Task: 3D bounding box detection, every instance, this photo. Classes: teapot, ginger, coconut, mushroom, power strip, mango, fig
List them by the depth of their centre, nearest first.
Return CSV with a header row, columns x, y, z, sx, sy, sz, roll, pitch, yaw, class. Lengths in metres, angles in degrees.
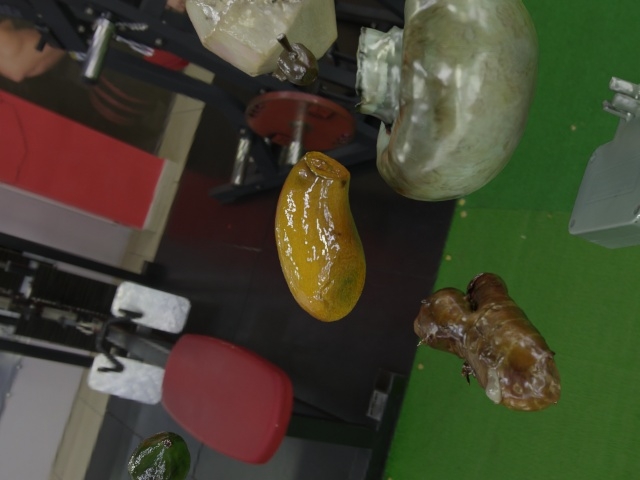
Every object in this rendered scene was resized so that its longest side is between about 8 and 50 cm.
x,y,z,sx,sy,sz,roll,pitch,yaw,class
0.178,-0.225,0.951,0.352,0.261,0.352,7,-90,-89,mushroom
0.492,-0.132,1.009,0.229,0.141,0.260,132,159,-84,power strip
-0.055,-0.332,1.180,0.085,0.110,0.080,-40,65,2,teapot
-0.298,0.408,1.217,0.177,0.117,0.117,-63,34,38,fig
-0.003,-0.002,1.279,0.187,0.144,0.359,3,110,37,mango
0.340,0.218,1.353,0.254,0.176,0.418,-18,30,-1,ginger
-0.122,-0.538,1.486,0.353,0.353,0.352,-25,55,41,coconut
